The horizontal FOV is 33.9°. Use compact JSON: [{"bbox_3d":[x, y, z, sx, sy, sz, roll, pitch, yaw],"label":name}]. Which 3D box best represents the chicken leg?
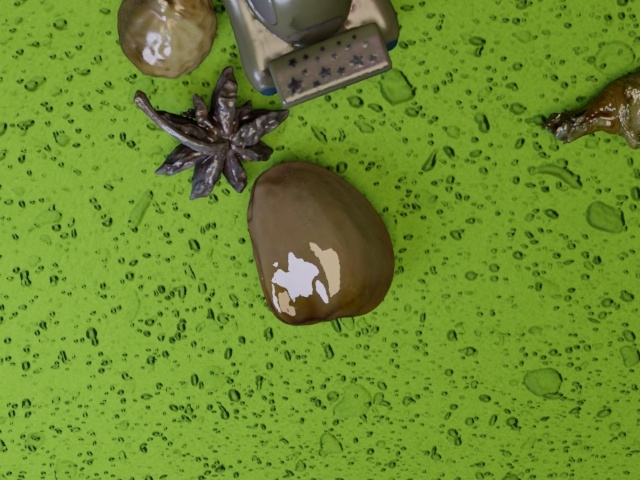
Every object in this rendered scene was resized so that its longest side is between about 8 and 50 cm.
[{"bbox_3d":[0.455,-0.192,1.606,0.227,0.088,0.103,-25,123,1],"label":"chicken leg"}]

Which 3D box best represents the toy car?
[{"bbox_3d":[-0.041,-0.374,1.426,0.242,0.226,0.336,-20,113,3],"label":"toy car"}]

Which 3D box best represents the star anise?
[{"bbox_3d":[-0.163,-0.154,1.553,0.231,0.089,0.209,-4,113,-26],"label":"star anise"}]

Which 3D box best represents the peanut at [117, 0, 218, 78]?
[{"bbox_3d":[-0.220,-0.307,1.502,0.140,0.109,0.159,24,122,-1],"label":"peanut"}]

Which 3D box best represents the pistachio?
[{"bbox_3d":[0.000,0.000,1.606,0.212,0.163,0.261,-18,97,-20],"label":"pistachio"}]
